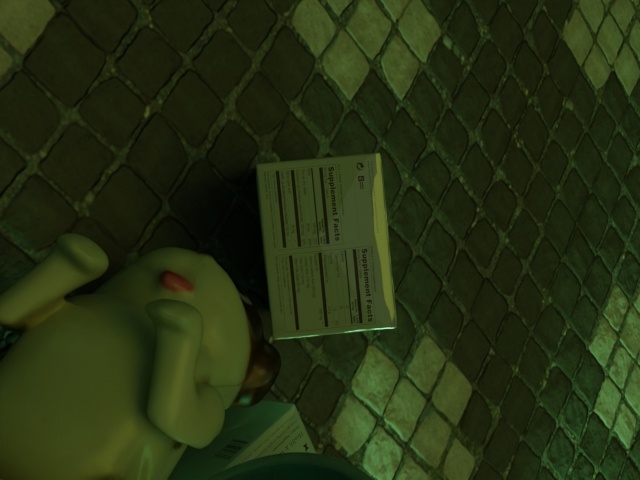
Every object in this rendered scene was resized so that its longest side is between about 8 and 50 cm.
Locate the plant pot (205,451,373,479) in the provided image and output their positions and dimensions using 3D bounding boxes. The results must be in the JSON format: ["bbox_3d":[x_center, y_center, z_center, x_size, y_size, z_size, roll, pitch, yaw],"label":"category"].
[{"bbox_3d":[-0.010,0.455,1.068,0.341,0.341,0.334,-53,129,-32],"label":"plant pot"}]

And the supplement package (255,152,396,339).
[{"bbox_3d":[0.000,0.000,1.294,0.145,0.262,0.204,-6,94,-2],"label":"supplement package"}]

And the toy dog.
[{"bbox_3d":[-0.208,0.178,1.087,0.408,0.284,0.395,-49,148,-39],"label":"toy dog"}]

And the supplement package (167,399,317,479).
[{"bbox_3d":[-0.101,0.331,1.279,0.194,0.149,0.203,-38,113,-37],"label":"supplement package"}]
